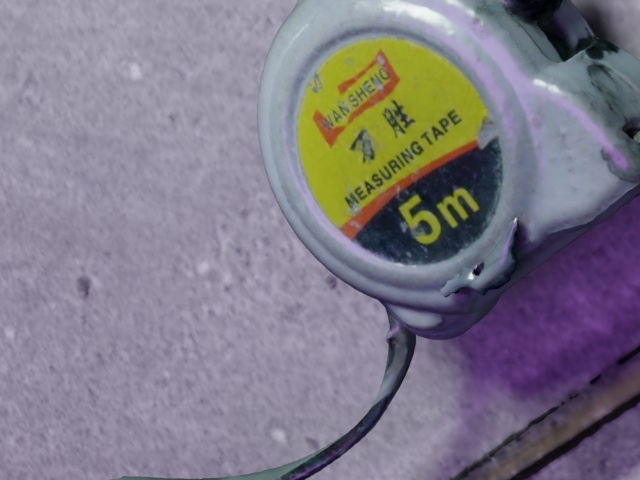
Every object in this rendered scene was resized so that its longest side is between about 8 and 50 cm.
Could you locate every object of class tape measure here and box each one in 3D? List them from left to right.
[{"bbox_3d":[0.001,0.001,0.651,0.330,0.084,0.164,-38,80,39],"label":"tape measure"}]
